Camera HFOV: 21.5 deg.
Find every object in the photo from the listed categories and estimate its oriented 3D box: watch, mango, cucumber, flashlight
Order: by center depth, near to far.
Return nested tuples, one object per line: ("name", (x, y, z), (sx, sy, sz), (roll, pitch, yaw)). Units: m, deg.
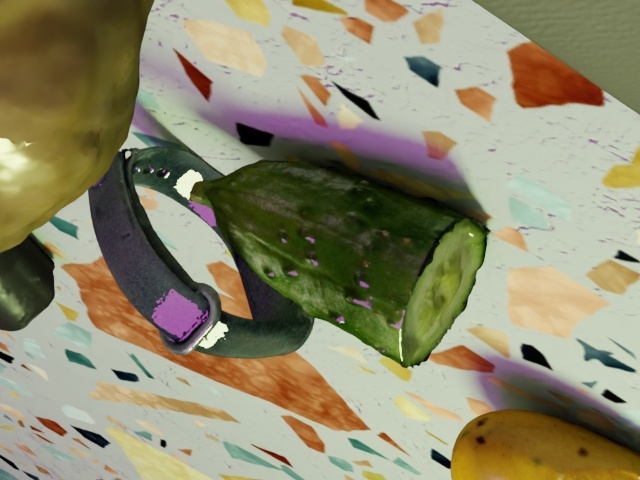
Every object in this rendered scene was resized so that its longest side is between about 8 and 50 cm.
("cucumber", (0.002, -0.001, 1.341), (0.244, 0.134, 0.134), (23, 157, 21))
("watch", (-0.099, 0.014, 1.399), (0.193, 0.206, 0.068), (24, 122, -30))
("mango", (0.234, 0.257, 1.572), (0.290, 0.160, 0.191), (40, 163, -15))
("flashlight", (-0.420, -0.059, 1.718), (0.103, 0.103, 0.424), (8, 148, 39))

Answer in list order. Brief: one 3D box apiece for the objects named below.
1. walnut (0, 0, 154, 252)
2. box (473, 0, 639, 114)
("walnut", (-0.258, -0.169, 0.944), (0.383, 0.383, 0.383), (24, 156, 11))
("box", (0.166, -0.203, 0.679), (0.344, 0.177, 0.352), (32, 156, -16))
